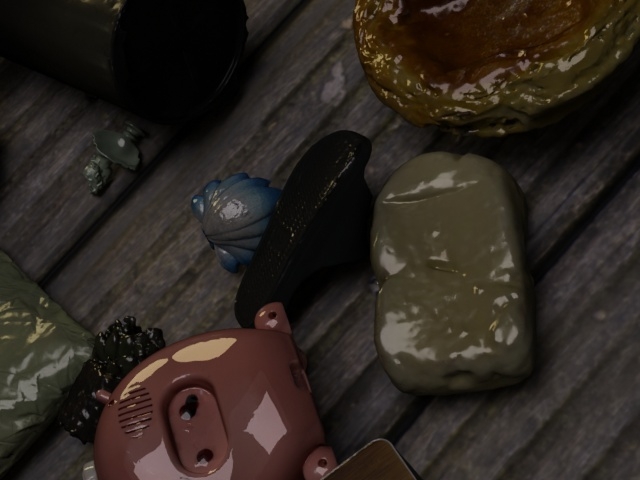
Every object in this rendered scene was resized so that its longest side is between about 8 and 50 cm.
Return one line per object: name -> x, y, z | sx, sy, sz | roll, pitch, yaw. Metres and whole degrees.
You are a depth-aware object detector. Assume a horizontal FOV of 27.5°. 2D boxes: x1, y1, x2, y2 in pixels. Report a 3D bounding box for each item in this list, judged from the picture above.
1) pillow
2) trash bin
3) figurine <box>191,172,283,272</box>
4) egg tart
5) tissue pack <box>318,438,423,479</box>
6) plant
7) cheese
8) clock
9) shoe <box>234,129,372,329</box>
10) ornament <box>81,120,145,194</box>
pillow -> -0.410, 0.156, 1.478 | 0.280, 0.076, 0.274 | -48, 53, -8
trash bin -> -0.258, -0.273, 1.556 | 0.302, 0.252, 0.203 | 26, 77, 38
figurine -> -0.081, -0.028, 1.443 | 0.114, 0.079, 0.114 | -2, 71, 5
egg tart -> 0.206, -0.247, 1.394 | 0.352, 0.150, 0.351 | -14, 58, 23
tissue pack -> 0.019, 0.322, 1.161 | 0.246, 0.136, 0.159 | -38, 55, 1
plant -> -0.212, 0.152, 1.381 | 0.143, 0.092, 0.094 | -58, 27, -9
cheese -> 0.133, 0.029, 1.305 | 0.159, 0.093, 0.262 | -9, 58, 15
clock -> -0.112, 0.193, 1.261 | 0.241, 0.142, 0.227 | -18, 55, -2
shoe -> 0.000, 0.000, 1.387 | 0.241, 0.093, 0.108 | -61, 27, 8
ornament -> -0.250, -0.103, 1.575 | 0.092, 0.041, 0.068 | -27, 77, -7
